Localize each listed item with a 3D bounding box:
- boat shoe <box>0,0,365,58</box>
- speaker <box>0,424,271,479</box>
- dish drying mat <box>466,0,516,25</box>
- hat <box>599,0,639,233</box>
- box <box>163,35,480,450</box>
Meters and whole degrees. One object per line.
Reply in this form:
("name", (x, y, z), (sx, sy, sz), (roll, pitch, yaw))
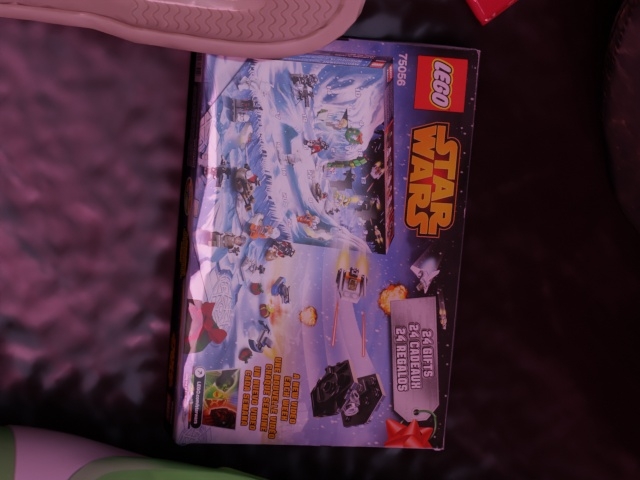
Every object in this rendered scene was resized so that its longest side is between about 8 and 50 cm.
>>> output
("boat shoe", (-0.099, -0.117, 0.509), (0.233, 0.084, 0.079), (10, 55, -10))
("speaker", (0.004, 0.151, 0.532), (0.297, 0.131, 0.131), (19, 91, -17))
("dish drying mat", (0.046, -0.116, 0.575), (0.032, 0.008, 0.083), (-36, 105, -9))
("hat", (0.166, -0.048, 0.535), (0.134, 0.331, 0.331), (30, 87, 24))
("box", (0.000, 0.000, 0.564), (0.094, 0.027, 0.137), (4, 95, -15))
